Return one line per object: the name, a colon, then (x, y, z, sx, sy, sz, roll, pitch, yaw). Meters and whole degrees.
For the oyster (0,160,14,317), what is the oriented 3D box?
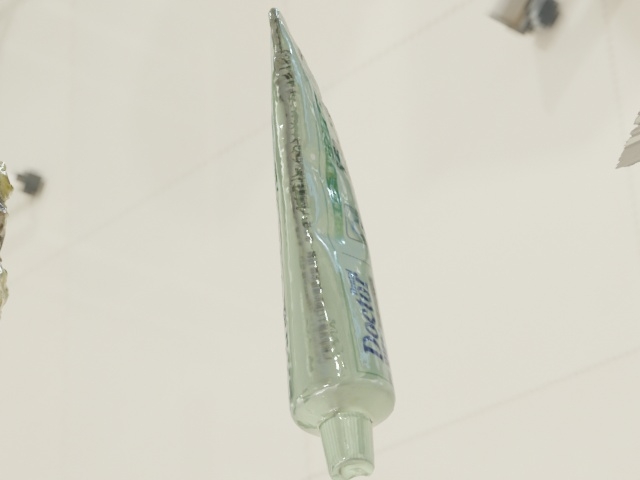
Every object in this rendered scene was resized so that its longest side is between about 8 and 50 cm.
oyster: (-0.219, 0.009, 1.037, 0.108, 0.053, 0.166, 102, 164, -58)

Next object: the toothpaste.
toothpaste: (0.000, 0.000, 0.679, 0.041, 0.064, 0.218, -17, 53, 12)

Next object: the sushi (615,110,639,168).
sushi: (0.213, -0.067, 0.602, 0.192, 0.215, 0.050, -23, 77, 0)
